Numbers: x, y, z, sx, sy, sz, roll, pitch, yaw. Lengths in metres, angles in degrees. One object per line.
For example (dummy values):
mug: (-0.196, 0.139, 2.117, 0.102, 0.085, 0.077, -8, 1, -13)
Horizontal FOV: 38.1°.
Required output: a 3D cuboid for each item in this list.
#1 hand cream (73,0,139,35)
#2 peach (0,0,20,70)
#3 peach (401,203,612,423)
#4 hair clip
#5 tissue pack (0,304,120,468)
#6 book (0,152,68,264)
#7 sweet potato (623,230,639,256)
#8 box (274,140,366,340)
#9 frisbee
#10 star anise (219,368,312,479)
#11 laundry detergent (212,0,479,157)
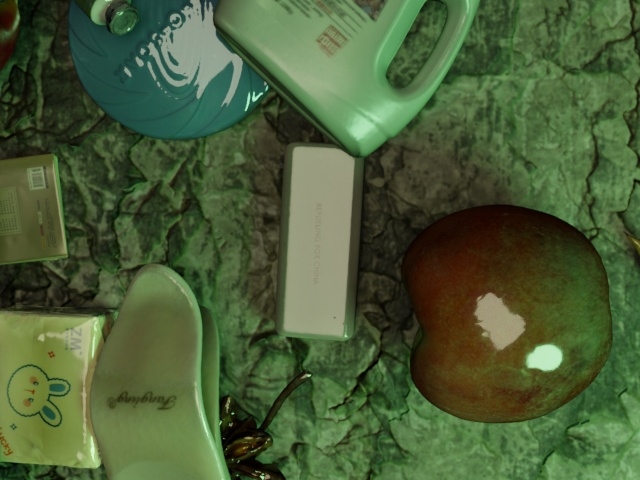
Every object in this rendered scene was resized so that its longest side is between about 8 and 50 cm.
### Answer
hand cream: (-0.319, -0.358, 1.156, 0.091, 0.058, 0.271, -43, 71, 8)
peach: (-0.521, -0.308, 1.130, 0.361, 0.201, 0.258, 1, 124, 18)
peach: (0.211, 0.083, 1.060, 0.252, 0.252, 0.253, 0, 93, 5)
hair clip: (-0.190, 0.177, 1.127, 0.172, 0.113, 0.282, -1, 74, 25)
tissue pack: (-0.337, 0.182, 1.183, 0.148, 0.092, 0.196, 1, 93, 7)
book: (-0.434, -0.035, 1.219, 0.198, 0.016, 0.139, -6, 93, 5)
sweet potato: (0.433, 0.058, 1.121, 0.195, 0.056, 0.056, 41, 96, -6)
box: (0.000, 0.000, 1.161, 0.103, 0.055, 0.244, 4, 94, 5)
frisbee: (-0.185, -0.271, 1.168, 0.289, 0.049, 0.290, 0, 93, 5)
star anise: (-0.100, 0.270, 1.170, 0.234, 0.073, 0.177, -15, 83, 22)
laundry detergent: (0.092, -0.318, 1.097, 0.264, 0.125, 0.398, 43, 88, 3)
